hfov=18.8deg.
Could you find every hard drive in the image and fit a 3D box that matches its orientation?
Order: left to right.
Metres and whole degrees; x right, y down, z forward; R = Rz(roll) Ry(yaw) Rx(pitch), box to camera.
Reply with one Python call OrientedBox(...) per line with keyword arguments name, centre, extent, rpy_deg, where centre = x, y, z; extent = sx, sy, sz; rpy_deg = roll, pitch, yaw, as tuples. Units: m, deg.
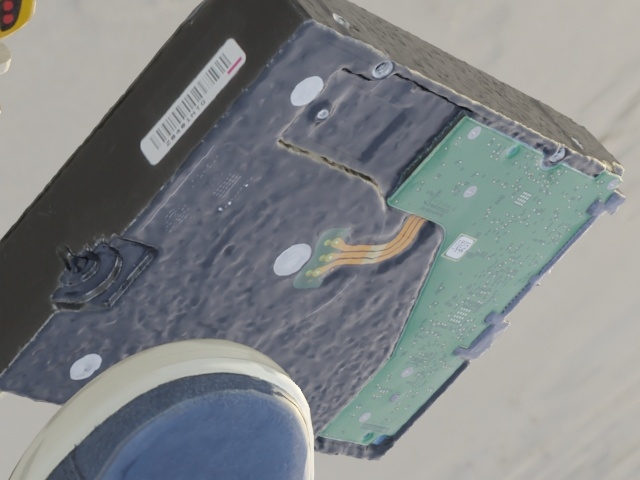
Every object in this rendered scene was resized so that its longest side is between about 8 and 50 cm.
OrientedBox(name="hard drive", centre=(0.000, 0.000, 1.005), extent=(0.237, 0.064, 0.339), rpy_deg=(-48, 146, 17))

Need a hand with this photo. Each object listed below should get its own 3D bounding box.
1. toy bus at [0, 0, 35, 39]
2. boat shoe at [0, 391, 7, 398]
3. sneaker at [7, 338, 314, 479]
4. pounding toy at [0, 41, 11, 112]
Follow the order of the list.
OrientedBox(name="toy bus", centre=(-0.282, -0.238, 1.103), extent=(0.130, 0.333, 0.108), rpy_deg=(-17, 137, -21))
OrientedBox(name="boat shoe", centre=(-0.438, 0.179, 2.248), extent=(0.285, 0.104, 0.089), rpy_deg=(-44, -175, 19))
OrientedBox(name="sneaker", centre=(-0.070, 0.212, 0.702), extent=(0.131, 0.148, 0.350), rpy_deg=(9, 110, -29))
OrientedBox(name="pounding toy", centre=(-0.423, -0.111, 1.872), extent=(0.269, 0.154, 0.155), rpy_deg=(-51, 163, -55))
